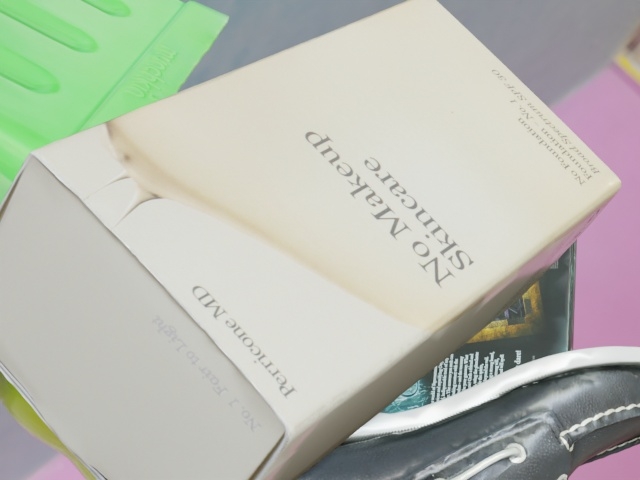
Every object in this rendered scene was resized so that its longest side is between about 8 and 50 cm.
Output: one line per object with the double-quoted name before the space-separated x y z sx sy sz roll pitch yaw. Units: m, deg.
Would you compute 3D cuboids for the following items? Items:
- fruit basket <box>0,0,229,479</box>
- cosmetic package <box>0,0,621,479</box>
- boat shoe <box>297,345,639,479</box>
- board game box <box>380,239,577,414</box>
"fruit basket" -0.162 0.006 0.954 0.283 0.392 0.392 -47 165 25
"cosmetic package" 0.000 0.000 0.671 0.309 0.160 0.113 -32 164 -50
"boat shoe" 0.077 0.136 0.772 0.302 0.091 0.114 -13 150 -17
"board game box" 0.109 0.048 0.944 0.026 0.126 0.186 66 28 -53
